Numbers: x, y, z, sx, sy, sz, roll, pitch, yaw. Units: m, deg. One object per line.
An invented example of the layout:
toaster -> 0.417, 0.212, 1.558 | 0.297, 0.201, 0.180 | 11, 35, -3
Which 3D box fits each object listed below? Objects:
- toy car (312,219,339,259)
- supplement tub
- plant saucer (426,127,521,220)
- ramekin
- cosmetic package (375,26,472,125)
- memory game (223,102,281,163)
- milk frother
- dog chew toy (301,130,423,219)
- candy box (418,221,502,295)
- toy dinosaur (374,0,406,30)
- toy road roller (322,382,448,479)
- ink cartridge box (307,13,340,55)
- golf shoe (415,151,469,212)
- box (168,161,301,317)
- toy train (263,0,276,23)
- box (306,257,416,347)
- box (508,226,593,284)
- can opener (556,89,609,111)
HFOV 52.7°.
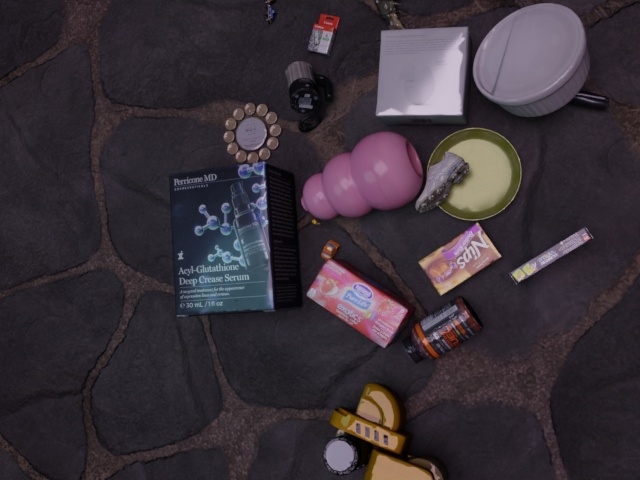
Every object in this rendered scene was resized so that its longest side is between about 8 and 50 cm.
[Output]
toy car -> 0.000, 0.000, 1.802 | 0.060, 0.040, 0.122 | -44, 76, 11
supplement tub -> 0.309, 0.236, 1.660 | 0.198, 0.106, 0.106 | -36, 78, 14
plant saucer -> 0.399, -0.171, 1.684 | 0.240, 0.037, 0.241 | -1, 88, 18
ramekin -> 0.519, -0.424, 1.567 | 0.272, 0.127, 0.273 | -19, 58, 33
cosmetic package -> 0.272, -0.422, 1.684 | 0.224, 0.138, 0.225 | 4, 90, 18
memory game -> -0.200, -0.313, 1.896 | 0.186, 0.012, 0.186 | -1, 87, 17
milk frother -> -0.046, -0.399, 1.813 | 0.143, 0.129, 0.135 | -52, 34, 38
dog chew toy -> 0.098, -0.152, 1.702 | 0.331, 0.206, 0.207 | -21, 81, 23
candy box -> 0.363, 0.049, 1.678 | 0.186, 0.053, 0.109 | -35, 78, 15
toy dinosaur -> 0.186, -0.684, 1.766 | 0.118, 0.064, 0.268 | -33, 75, 20
toy road roller -> 0.180, 0.506, 1.644 | 0.329, 0.202, 0.241 | 18, 82, 19
ink cartridge box -> 0.009, -0.587, 1.832 | 0.062, 0.029, 0.115 | 17, 93, 18
golf shoe -> 0.300, -0.152, 1.673 | 0.176, 0.069, 0.086 | -46, 55, 8
box -> -0.231, 0.004, 1.788 | 0.293, 0.212, 0.396 | -6, 85, 18
toy train -> -0.149, -0.712, 1.892 | 0.036, 0.027, 0.158 | -1, 87, 7
box -> 0.110, 0.162, 1.714 | 0.256, 0.128, 0.123 | 33, 98, 17
box -> 0.562, 0.039, 1.582 | 0.207, 0.114, 0.036 | -34, 78, 13
can opener -> 0.625, -0.359, 1.618 | 0.186, 0.073, 0.059 | 8, 51, 15
